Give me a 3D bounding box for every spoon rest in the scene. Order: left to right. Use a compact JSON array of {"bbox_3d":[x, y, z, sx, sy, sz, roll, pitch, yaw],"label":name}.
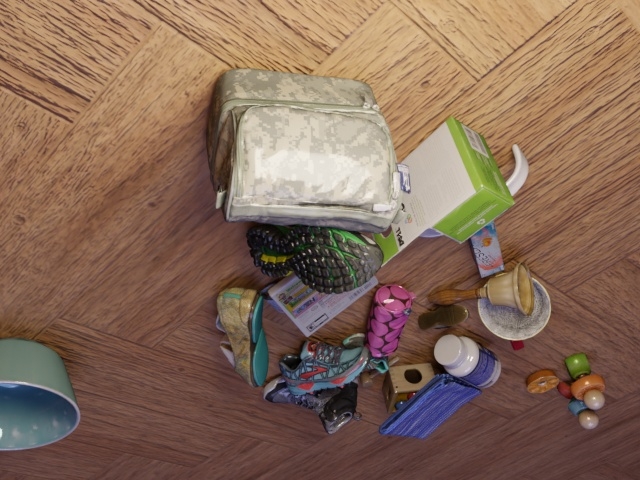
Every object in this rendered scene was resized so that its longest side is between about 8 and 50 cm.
[{"bbox_3d":[0.295,-0.086,1.398,0.276,0.084,0.137,-32,135,21],"label":"spoon rest"}]

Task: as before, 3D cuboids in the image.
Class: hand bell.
[{"bbox_3d":[0.370,0.127,1.642,0.242,0.126,0.126,-10,145,33],"label":"hand bell"}]

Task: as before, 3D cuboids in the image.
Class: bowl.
[{"bbox_3d":[-0.708,0.336,1.577,0.312,0.163,0.311,-7,140,-6],"label":"bowl"},{"bbox_3d":[0.476,0.152,1.693,0.170,0.170,0.080,-32,179,21],"label":"bowl"}]

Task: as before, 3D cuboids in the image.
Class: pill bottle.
[{"bbox_3d":[0.394,0.323,1.865,0.112,0.112,0.187,-36,134,26],"label":"pill bottle"}]

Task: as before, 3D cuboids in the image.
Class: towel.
[{"bbox_3d":[0.319,0.481,1.952,0.243,0.040,0.336,-44,147,11],"label":"towel"}]

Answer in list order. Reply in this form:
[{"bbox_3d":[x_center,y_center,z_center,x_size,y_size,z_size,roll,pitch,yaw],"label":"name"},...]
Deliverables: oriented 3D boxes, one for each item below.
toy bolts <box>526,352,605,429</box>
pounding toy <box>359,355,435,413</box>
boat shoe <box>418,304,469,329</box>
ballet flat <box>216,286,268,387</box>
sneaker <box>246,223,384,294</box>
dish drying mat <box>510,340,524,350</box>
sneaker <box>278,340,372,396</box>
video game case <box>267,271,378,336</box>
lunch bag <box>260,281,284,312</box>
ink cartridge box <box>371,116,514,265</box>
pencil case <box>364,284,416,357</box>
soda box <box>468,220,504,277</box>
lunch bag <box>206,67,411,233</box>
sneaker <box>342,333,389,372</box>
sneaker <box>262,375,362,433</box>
[{"bbox_3d":[0.764,0.484,2.101,0.218,0.158,0.228,-24,138,14],"label":"toy bolts"},{"bbox_3d":[0.217,0.410,1.935,0.206,0.094,0.181,-4,139,-10],"label":"pounding toy"},{"bbox_3d":[0.314,0.191,1.731,0.049,0.056,0.152,1,167,-43],"label":"boat shoe"},{"bbox_3d":[-0.187,0.227,1.631,0.123,0.123,0.348,-6,140,-6],"label":"ballet flat"},{"bbox_3d":[0.000,0.000,1.292,0.146,0.344,0.134,-28,113,-30],"label":"sneaker"},{"bbox_3d":[0.552,0.286,1.940,0.032,0.008,0.083,-23,138,11],"label":"dish drying mat"},{"bbox_3d":[0.002,0.309,1.744,0.262,0.104,0.125,-23,107,25],"label":"sneaker"},{"bbox_3d":[0.011,0.103,1.539,0.212,0.023,0.193,-37,137,-2],"label":"video game case"},{"bbox_3d":[-0.088,0.130,1.574,0.083,0.053,0.071,-9,145,29],"label":"lunch bag"},{"bbox_3d":[0.211,-0.077,1.309,0.097,0.188,0.255,22,131,-35],"label":"ink cartridge box"},{"bbox_3d":[0.168,0.201,1.693,0.098,0.095,0.209,-16,144,-22],"label":"pencil case"},{"bbox_3d":[0.360,0.003,1.529,0.058,0.063,0.183,-21,138,8],"label":"soda box"},{"bbox_3d":[-0.028,-0.128,1.140,0.305,0.256,0.212,3,137,-17],"label":"lunch bag"},{"bbox_3d":[0.126,0.296,1.798,0.167,0.076,0.065,27,125,-36],"label":"sneaker"},{"bbox_3d":[-0.018,0.441,1.869,0.269,0.153,0.101,-3,138,-10],"label":"sneaker"}]
